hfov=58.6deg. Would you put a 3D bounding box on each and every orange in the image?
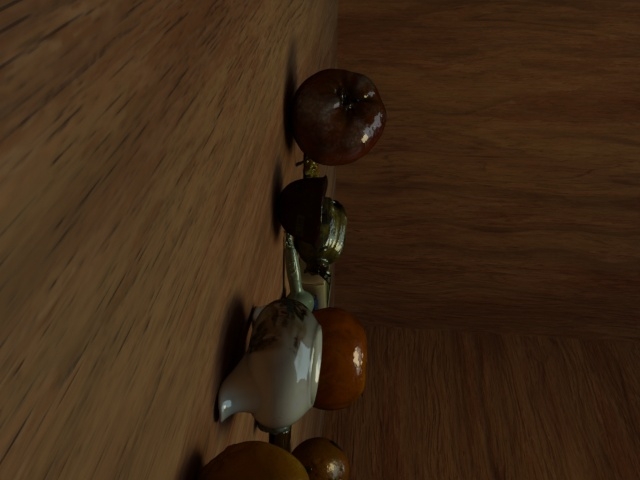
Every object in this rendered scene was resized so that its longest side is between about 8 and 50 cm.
[{"bbox_3d":[0.020,0.325,1.583,0.284,0.226,0.283,-178,-90,-90],"label":"orange"},{"bbox_3d":[-0.091,0.327,0.716,0.136,0.159,0.159,55,6,-1],"label":"orange"},{"bbox_3d":[-0.010,0.686,1.698,0.206,0.206,0.206,3,90,-86],"label":"orange"}]

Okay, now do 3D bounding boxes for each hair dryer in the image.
[{"bbox_3d":[-0.074,0.091,1.388,0.206,0.075,0.237,-30,115,-77],"label":"hair dryer"}]

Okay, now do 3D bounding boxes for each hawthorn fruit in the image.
[{"bbox_3d":[0.043,-0.299,1.401,0.263,0.235,0.231,-62,152,-83],"label":"hawthorn fruit"}]

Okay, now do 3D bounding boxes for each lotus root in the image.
[{"bbox_3d":[-0.002,0.000,1.644,0.154,0.154,0.278,81,13,-70],"label":"lotus root"}]

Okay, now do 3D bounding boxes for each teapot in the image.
[{"bbox_3d":[-0.071,0.192,0.931,0.298,0.139,0.204,-68,159,-69],"label":"teapot"}]

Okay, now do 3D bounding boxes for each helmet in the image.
[{"bbox_3d":[-0.043,-0.065,1.273,0.175,0.106,0.155,91,6,-49],"label":"helmet"}]

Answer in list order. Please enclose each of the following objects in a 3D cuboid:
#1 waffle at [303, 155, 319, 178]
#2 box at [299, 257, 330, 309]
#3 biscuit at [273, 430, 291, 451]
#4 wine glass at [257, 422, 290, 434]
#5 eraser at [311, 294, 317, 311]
[{"bbox_3d":[-0.023,-0.242,1.801,0.160,0.046,0.191,-52,145,-79],"label":"waffle"},{"bbox_3d":[-0.019,0.139,1.815,0.212,0.095,0.168,88,10,-48],"label":"box"},{"bbox_3d":[-0.097,0.485,1.426,0.182,0.034,0.215,-76,170,-65],"label":"biscuit"},{"bbox_3d":[-0.090,0.305,1.156,0.072,0.072,0.155,-8,100,-85],"label":"wine glass"},{"bbox_3d":[-0.043,0.199,1.727,0.027,0.063,0.084,-83,174,-49],"label":"eraser"}]
